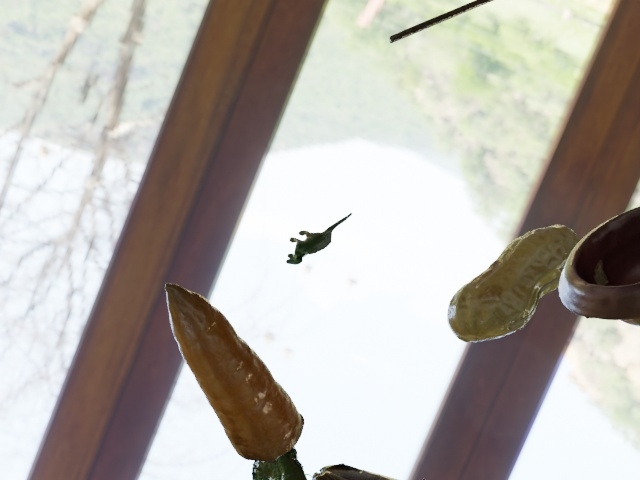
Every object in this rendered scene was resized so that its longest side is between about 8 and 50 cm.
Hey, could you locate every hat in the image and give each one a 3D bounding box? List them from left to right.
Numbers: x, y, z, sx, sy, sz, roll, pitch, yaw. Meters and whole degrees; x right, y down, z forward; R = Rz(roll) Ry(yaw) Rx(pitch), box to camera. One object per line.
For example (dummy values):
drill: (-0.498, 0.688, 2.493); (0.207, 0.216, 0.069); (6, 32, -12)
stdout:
hat: (0.350, 0.034, 1.341); (0.089, 0.205, 0.205); (61, 173, -23)

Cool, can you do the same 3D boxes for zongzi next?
zongzi: (0.058, 0.529, 2.458); (0.248, 0.111, 0.241); (11, -145, 22)

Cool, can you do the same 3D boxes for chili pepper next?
chili pepper: (-0.041, 0.405, 1.988); (0.061, 0.098, 0.224); (76, 167, -50)

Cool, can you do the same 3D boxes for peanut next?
peanut: (0.356, 0.079, 2.373); (0.130, 0.290, 0.130); (46, 173, 7)

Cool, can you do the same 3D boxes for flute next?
flute: (0.216, -0.366, 2.099); (0.269, 0.014, 0.014); (-27, -143, -28)

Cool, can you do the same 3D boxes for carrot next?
carrot: (-0.088, 0.111, 1.170); (0.205, 0.072, 0.072); (60, 168, -30)

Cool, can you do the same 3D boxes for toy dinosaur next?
toy dinosaur: (-0.001, 0.000, 1.729); (0.120, 0.029, 0.060); (-29, -156, -16)
